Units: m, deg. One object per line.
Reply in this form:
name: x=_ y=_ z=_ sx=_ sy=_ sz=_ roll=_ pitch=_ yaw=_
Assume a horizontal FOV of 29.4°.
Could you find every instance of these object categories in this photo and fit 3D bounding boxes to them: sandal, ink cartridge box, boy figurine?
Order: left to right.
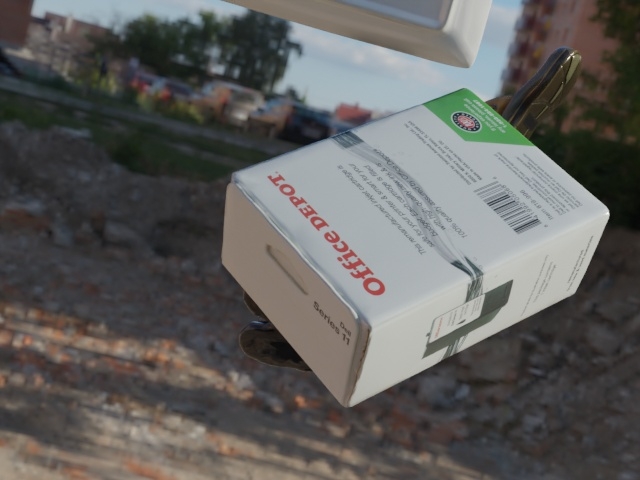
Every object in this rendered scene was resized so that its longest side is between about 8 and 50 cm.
boy figurine: x=0.000 y=0.000 z=1.161 sx=0.092 sy=0.177 sz=0.285 roll=15 pitch=38 yaw=8
ink cartridge box: x=0.059 y=-0.002 z=0.809 sx=0.208 sy=0.087 sz=0.153 roll=-22 pitch=53 yaw=-30
sandal: x=0.201 y=-0.135 z=1.356 sx=0.060 sy=0.219 sz=0.090 roll=42 pitch=6 yaw=24

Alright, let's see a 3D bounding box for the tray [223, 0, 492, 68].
tray: x=0.008 y=-0.238 z=0.955 sx=0.270 sy=0.145 sz=0.030 roll=18 pitch=14 yaw=9
